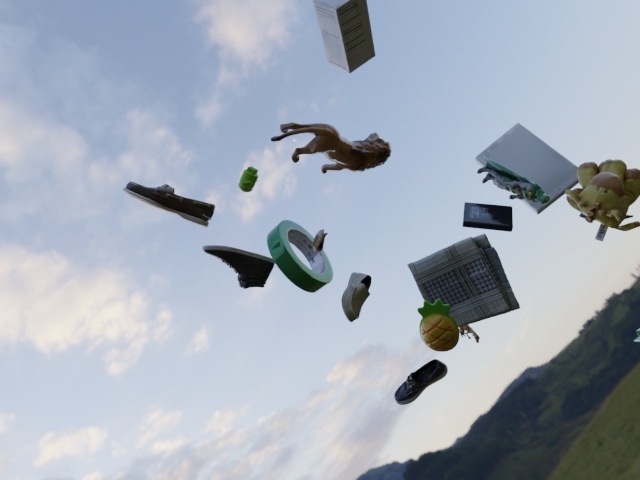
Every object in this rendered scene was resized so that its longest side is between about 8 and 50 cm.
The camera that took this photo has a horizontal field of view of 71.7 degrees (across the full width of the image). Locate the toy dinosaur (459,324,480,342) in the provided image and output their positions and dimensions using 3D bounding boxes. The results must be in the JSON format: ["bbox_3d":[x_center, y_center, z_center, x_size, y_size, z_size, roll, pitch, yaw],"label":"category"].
[{"bbox_3d":[0.621,0.368,1.951,0.064,0.212,0.112,-45,-34,-12],"label":"toy dinosaur"}]

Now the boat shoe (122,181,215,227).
[{"bbox_3d":[-0.551,-0.148,1.627,0.117,0.325,0.096,169,123,-76],"label":"boat shoe"}]

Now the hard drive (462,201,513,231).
[{"bbox_3d":[0.487,-0.070,1.291,0.022,0.135,0.094,81,-158,-45],"label":"hard drive"}]

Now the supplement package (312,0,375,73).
[{"bbox_3d":[0.090,-0.759,1.593,0.134,0.139,0.244,-39,-37,-13],"label":"supplement package"}]

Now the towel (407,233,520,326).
[{"bbox_3d":[0.533,0.166,1.662,0.325,0.311,0.056,-26,-4,24],"label":"towel"}]

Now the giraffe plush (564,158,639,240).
[{"bbox_3d":[0.694,-0.106,1.097,0.171,0.182,0.210,4,-92,-48],"label":"giraffe plush"}]

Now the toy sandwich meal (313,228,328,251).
[{"bbox_3d":[0.000,0.000,1.598,0.029,0.085,0.085,24,-71,-17],"label":"toy sandwich meal"}]

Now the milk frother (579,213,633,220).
[{"bbox_3d":[0.914,-0.128,1.397,0.143,0.129,0.134,-7,-68,-38],"label":"milk frother"}]

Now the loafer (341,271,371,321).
[{"bbox_3d":[0.160,0.230,1.897,0.101,0.092,0.268,55,-147,-31],"label":"loafer"}]

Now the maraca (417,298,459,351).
[{"bbox_3d":[0.384,0.280,1.449,0.099,0.127,0.185,-42,-61,-68],"label":"maraca"}]

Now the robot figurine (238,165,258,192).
[{"bbox_3d":[-0.304,-0.253,1.867,0.115,0.067,0.101,-63,0,17],"label":"robot figurine"}]

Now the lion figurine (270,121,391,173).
[{"bbox_3d":[0.050,-0.306,1.452,0.392,0.240,0.142,0,-91,-52],"label":"lion figurine"}]

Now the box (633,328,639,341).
[{"bbox_3d":[1.136,0.290,1.467,0.105,0.043,0.179,1,-29,-45],"label":"box"}]

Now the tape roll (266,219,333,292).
[{"bbox_3d":[-0.081,0.063,1.833,0.077,0.321,0.321,-40,-29,20],"label":"tape roll"}]

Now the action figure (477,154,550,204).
[{"bbox_3d":[0.562,-0.159,1.285,0.063,0.232,0.137,-48,-52,1],"label":"action figure"}]

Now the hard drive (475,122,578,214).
[{"bbox_3d":[0.738,-0.261,1.577,0.203,0.307,0.040,-40,-31,5],"label":"hard drive"}]

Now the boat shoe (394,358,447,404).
[{"bbox_3d":[0.348,0.502,1.588,0.229,0.080,0.076,-36,-56,13],"label":"boat shoe"}]

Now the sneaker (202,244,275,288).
[{"bbox_3d":[-0.330,0.109,1.746,0.296,0.105,0.146,16,-98,-18],"label":"sneaker"}]
